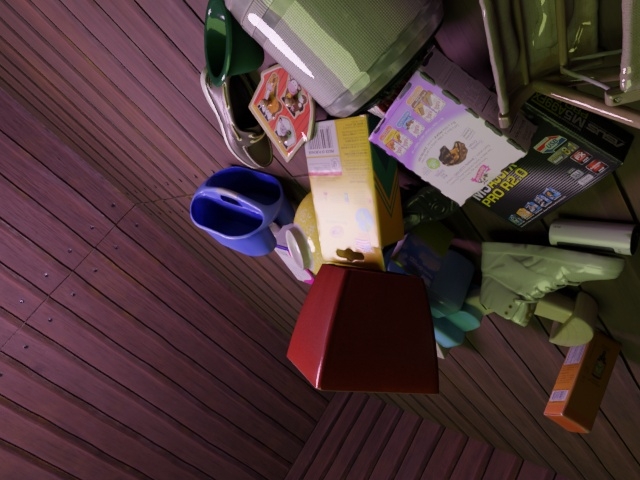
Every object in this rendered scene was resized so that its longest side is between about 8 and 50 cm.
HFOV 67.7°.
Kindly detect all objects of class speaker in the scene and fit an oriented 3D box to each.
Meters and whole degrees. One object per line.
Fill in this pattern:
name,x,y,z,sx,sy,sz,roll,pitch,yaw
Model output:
speaker,0.492,-0.009,0.861,0.136,0.055,0.055,10,147,45

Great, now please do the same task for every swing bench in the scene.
swing bench,0.313,-0.252,0.494,0.255,0.165,0.253,23,156,41

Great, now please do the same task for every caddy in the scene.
caddy,-0.248,-0.102,1.482,0.341,0.241,0.179,19,157,33

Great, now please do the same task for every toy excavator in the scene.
toy excavator,0.364,0.146,1.191,0.433,0.222,0.445,36,149,-7

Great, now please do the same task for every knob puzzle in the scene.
knob puzzle,-0.080,-0.290,1.026,0.213,0.030,0.213,22,122,39

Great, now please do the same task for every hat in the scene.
hat,-0.128,-0.398,0.993,0.173,0.184,0.208,-44,57,57

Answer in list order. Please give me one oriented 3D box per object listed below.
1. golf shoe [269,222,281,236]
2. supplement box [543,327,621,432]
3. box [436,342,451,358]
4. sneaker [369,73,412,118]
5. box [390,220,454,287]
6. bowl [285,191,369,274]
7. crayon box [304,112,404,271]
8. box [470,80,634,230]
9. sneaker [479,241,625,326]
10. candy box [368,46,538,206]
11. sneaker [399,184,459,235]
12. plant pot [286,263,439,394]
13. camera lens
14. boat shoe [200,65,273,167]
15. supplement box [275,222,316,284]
golf shoe,-0.198,-0.052,1.734,0.186,0.067,0.086,35,156,0
supplement box,0.617,0.326,1.123,0.078,0.233,0.080,33,161,4
box,0.355,0.276,1.576,0.113,0.094,0.275,15,150,40
sneaker,0.098,-0.276,0.869,0.225,0.088,0.093,36,175,4
box,0.236,0.019,1.111,0.109,0.178,0.042,38,146,-7
bowl,0.000,0.000,1.272,0.289,0.156,0.289,161,90,-74
crayon box,0.070,-0.104,1.026,0.202,0.081,0.318,9,112,48
box,0.333,-0.141,0.812,0.216,0.060,0.270,33,158,3
sneaker,0.446,0.093,0.953,0.108,0.169,0.292,6,180,-30
candy box,0.199,-0.168,0.744,0.196,0.070,0.165,36,148,-3
sneaker,0.219,-0.089,1.064,0.087,0.130,0.227,41,129,-20
plant pot,0.096,0.180,1.059,0.267,0.235,0.267,8,178,-17
camera lens,0.016,-0.330,0.669,0.274,0.219,0.219,42,157,-15
boat shoe,-0.187,-0.292,1.180,0.091,0.109,0.305,23,152,38
supplement box,-0.060,0.050,1.686,0.111,0.114,0.220,15,149,39
